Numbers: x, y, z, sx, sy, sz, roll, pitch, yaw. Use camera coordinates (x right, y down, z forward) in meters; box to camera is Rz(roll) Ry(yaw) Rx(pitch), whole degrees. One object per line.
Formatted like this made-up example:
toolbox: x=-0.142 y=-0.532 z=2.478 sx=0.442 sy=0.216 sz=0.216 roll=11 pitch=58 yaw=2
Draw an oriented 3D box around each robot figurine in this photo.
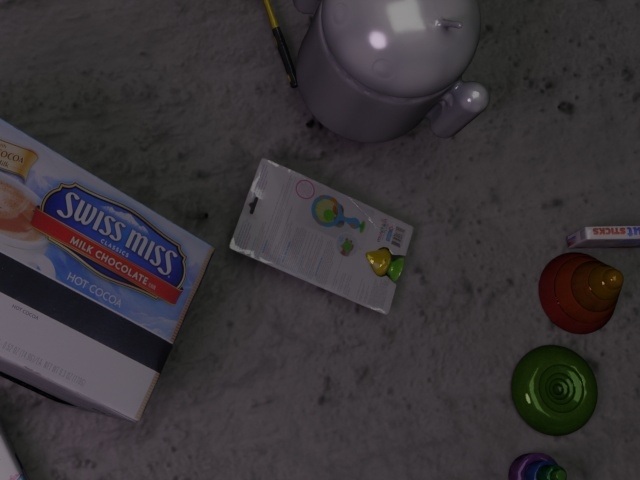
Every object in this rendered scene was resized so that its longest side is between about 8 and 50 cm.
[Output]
robot figurine: x=0.082 y=-0.251 z=1.331 sx=0.300 sy=0.353 sz=0.200 roll=38 pitch=73 yaw=-2

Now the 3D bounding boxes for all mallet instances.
mallet: x=-0.068 y=-0.309 z=1.485 sx=0.039 sy=0.062 sz=0.190 roll=-19 pitch=96 yaw=-14

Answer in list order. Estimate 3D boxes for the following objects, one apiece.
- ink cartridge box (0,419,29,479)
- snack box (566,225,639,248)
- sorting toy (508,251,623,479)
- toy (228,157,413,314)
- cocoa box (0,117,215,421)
ink cartridge box: x=-0.421 y=0.318 z=1.228 sx=0.154 sy=0.093 sz=0.212 roll=-27 pitch=82 yaw=-16
snack box: x=0.454 y=-0.005 z=1.502 sx=0.178 sy=0.064 sz=0.022 roll=-1 pitch=77 yaw=-12
sorting toy: x=0.347 y=0.175 z=1.407 sx=0.127 sy=0.126 sz=0.366 roll=21 pitch=73 yaw=-7
toy: x=0.000 y=0.000 z=1.411 sx=0.237 sy=0.056 sz=0.137 roll=23 pitch=70 yaw=-11
cocoa box: x=-0.344 y=0.029 z=1.179 sx=0.347 sy=0.231 sz=0.228 roll=33 pitch=69 yaw=-31
